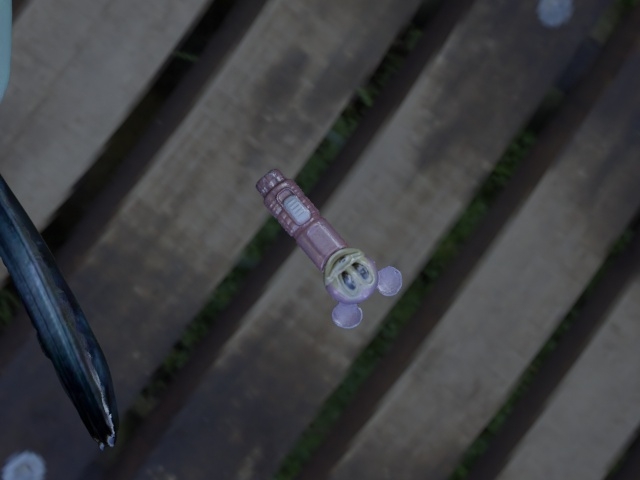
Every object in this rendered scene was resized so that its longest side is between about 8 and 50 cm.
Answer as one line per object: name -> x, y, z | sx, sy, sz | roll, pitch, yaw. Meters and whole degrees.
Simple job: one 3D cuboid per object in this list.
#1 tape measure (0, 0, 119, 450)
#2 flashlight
tape measure -> -0.190, -0.085, 0.649 | 0.098, 0.351, 0.215 | -29, 152, 18
flashlight -> 0.000, 0.000, 1.054 | 0.052, 0.110, 0.031 | -39, 169, -8
